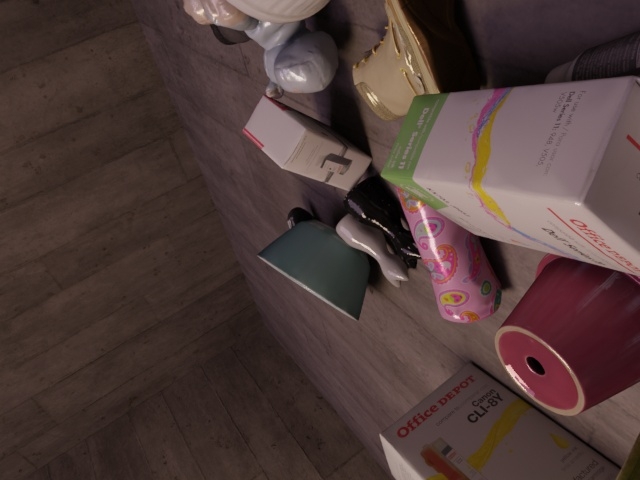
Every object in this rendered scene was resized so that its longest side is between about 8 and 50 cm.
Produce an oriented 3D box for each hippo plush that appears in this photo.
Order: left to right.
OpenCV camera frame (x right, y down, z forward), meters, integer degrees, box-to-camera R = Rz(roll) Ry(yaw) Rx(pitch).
[{"bbox_3d":[-0.093,-0.364,0.879,0.294,0.234,0.237,40,156,53],"label":"hippo plush"}]

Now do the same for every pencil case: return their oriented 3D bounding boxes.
[{"bbox_3d":[0.221,-0.001,0.842,0.124,0.124,0.284,20,137,61],"label":"pencil case"}]

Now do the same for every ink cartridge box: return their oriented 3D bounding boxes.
[{"bbox_3d":[-0.022,-0.194,1.014,0.217,0.092,0.158,13,-154,-50],"label":"ink cartridge box"},{"bbox_3d":[0.342,0.461,0.970,0.384,0.279,0.160,33,148,51],"label":"ink cartridge box"},{"bbox_3d":[0.253,-0.061,0.523,0.207,0.119,0.353,26,178,-30],"label":"ink cartridge box"}]

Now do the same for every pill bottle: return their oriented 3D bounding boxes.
[{"bbox_3d":[0.293,-0.156,0.481,0.078,0.078,0.137,64,161,-13],"label":"pill bottle"}]

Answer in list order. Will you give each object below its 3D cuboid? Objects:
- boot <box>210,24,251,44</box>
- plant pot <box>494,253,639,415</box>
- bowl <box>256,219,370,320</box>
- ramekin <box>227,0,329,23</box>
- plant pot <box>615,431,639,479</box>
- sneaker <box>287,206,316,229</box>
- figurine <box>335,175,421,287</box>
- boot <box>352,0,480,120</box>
[{"bbox_3d":[-0.205,-0.586,1.068,0.222,0.118,0.338,27,154,52],"label":"boot"},{"bbox_3d":[0.333,0.115,0.631,0.201,0.180,0.201,48,159,26],"label":"plant pot"},{"bbox_3d":[0.008,0.060,1.298,0.311,0.163,0.311,33,173,5],"label":"bowl"},{"bbox_3d":[-0.040,-0.437,0.636,0.127,0.273,0.273,5,125,53],"label":"ramekin"},{"bbox_3d":[0.485,0.408,0.618,0.253,0.276,0.276,28,146,37],"label":"plant pot"},{"bbox_3d":[0.000,0.000,1.464,0.132,0.086,0.229,17,145,56],"label":"sneaker"},{"bbox_3d":[0.137,-0.002,1.101,0.209,0.092,0.215,49,160,15],"label":"figurine"},{"bbox_3d":[0.107,-0.299,0.717,0.262,0.095,0.203,62,163,-19],"label":"boot"}]
